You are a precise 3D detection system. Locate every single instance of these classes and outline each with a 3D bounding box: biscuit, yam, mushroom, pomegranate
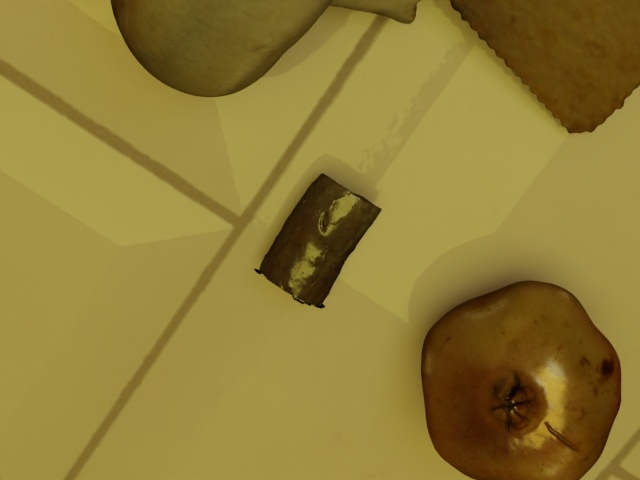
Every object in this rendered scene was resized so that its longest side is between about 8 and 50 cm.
[{"bbox_3d":[0.262,-0.242,0.909,0.232,0.013,0.237,-44,119,12],"label":"biscuit"},{"bbox_3d":[-0.001,-0.001,1.001,0.084,0.084,0.127,31,99,-7],"label":"yam"},{"bbox_3d":[-0.035,-0.253,0.864,0.290,0.292,0.293,13,107,-33],"label":"mushroom"},{"bbox_3d":[0.196,0.144,0.978,0.209,0.209,0.209,0,105,1],"label":"pomegranate"}]
